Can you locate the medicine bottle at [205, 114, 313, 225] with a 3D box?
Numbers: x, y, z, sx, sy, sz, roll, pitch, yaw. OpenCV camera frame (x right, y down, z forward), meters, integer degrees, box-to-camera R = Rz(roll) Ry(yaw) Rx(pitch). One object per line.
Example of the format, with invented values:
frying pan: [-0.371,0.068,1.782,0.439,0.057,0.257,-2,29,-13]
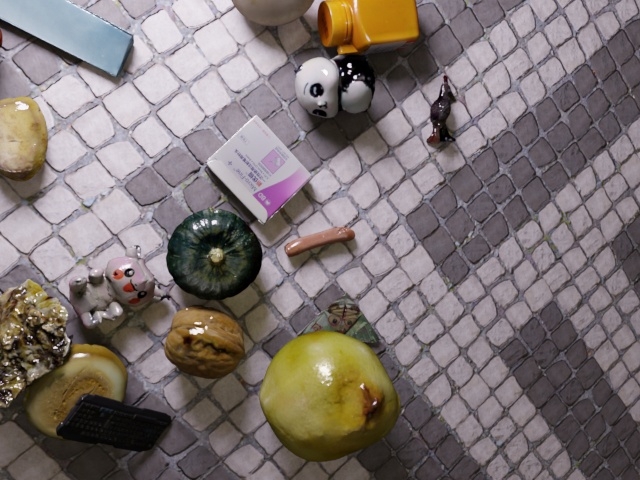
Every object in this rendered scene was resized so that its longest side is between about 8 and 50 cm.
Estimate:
medicine bottle: [-0.144,-0.164,1.194,0.171,0.052,0.201,-44,104,-9]

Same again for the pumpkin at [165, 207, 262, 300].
pumpkin: [-0.235,0.033,1.127,0.212,0.152,0.211,-7,112,-17]

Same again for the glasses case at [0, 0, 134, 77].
glasses case: [-0.533,-0.452,1.051,0.266,0.056,0.105,25,111,-18]

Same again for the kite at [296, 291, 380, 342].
kite: [0.048,0.256,1.310,0.230,0.012,0.249,5,94,-15]

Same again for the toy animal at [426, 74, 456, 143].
toy animal: [0.317,-0.333,1.317,0.105,0.070,0.202,24,76,-61]

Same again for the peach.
peach: [0.017,0.347,1.156,0.315,0.315,0.281,-13,87,-3]

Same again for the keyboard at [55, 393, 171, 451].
keyboard: [-0.437,0.401,1.094,0.106,0.016,0.262,-53,140,-6]

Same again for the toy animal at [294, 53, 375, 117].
toy animal: [0.030,-0.353,1.187,0.179,0.166,0.138,-11,55,-8]

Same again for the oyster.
oyster: [-0.614,0.194,1.014,0.223,0.083,0.214,38,76,23]

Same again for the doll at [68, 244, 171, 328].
doll: [-0.444,0.104,1.099,0.192,0.095,0.149,-23,107,-16]

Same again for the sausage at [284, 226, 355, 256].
sausage: [0.000,0.000,1.258,0.187,0.043,0.043,-16,99,-16]

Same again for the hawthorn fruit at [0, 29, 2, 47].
hawthorn fruit: [-0.714,-0.388,0.902,0.216,0.250,0.215,0,90,7]

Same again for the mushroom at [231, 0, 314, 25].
mushroom: [-0.108,-0.589,1.115,0.205,0.204,0.204,-2,95,-18]

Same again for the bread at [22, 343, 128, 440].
bread: [-0.524,0.321,1.084,0.214,0.105,0.213,-7,107,-24]

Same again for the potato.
potato: [-0.612,-0.205,1.024,0.107,0.080,0.170,-3,100,-18]

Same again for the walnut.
walnut: [-0.256,0.231,1.144,0.184,0.155,0.155,23,88,-13]

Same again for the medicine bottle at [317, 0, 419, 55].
medicine bottle: [0.112,-0.529,1.210,0.222,0.112,0.149,-13,99,-16]
